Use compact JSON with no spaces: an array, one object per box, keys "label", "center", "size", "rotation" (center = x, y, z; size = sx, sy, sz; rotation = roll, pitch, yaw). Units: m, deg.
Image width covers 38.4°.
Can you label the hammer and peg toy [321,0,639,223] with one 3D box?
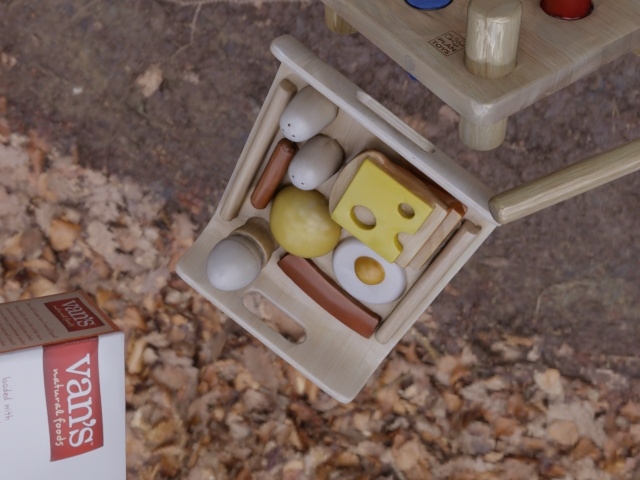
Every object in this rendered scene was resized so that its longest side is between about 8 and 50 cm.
[{"label":"hammer and peg toy","center":[0.168,-0.179,0.701],"size":[0.361,0.266,0.127],"rotation":[48,156,35]}]

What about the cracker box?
[{"label":"cracker box","center":[-0.210,0.122,0.431],"size":[0.067,0.232,0.155],"rotation":[28,122,51]}]

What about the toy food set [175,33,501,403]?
[{"label":"toy food set","center":[0.000,0.000,0.787],"size":[0.220,0.092,0.306],"rotation":[38,139,5]}]
